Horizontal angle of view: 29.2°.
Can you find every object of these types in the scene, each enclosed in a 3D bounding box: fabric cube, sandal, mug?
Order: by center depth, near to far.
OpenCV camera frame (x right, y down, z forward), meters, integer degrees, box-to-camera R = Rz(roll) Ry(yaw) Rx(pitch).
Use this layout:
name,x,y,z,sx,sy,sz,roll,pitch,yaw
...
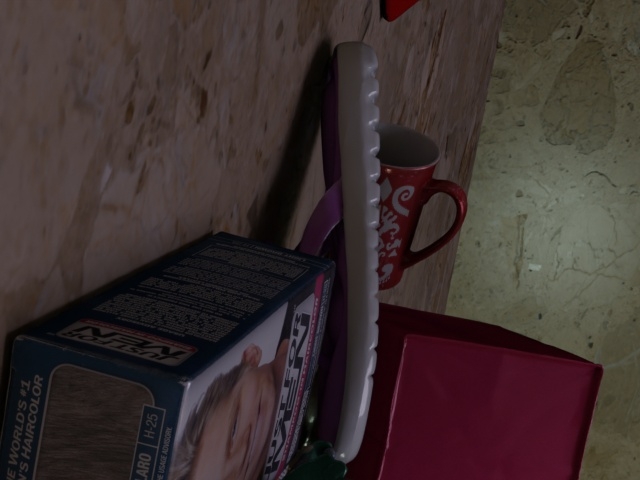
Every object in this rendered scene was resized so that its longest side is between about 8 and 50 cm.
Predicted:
name,x,y,z,sx,sy,sz,roll,pitch,yaw
sandal,-0.001,0.007,1.149,0.169,0.102,0.416,98,-5,-63
mug,0.075,-0.027,1.397,0.113,0.150,0.169,-12,128,-35
fabric cube,0.137,0.225,1.448,0.258,0.254,0.259,-160,-98,-70

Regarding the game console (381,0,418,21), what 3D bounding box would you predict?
name,x,y,z,sx,sy,sz,roll,pitch,yaw
game console,0.092,-0.345,1.408,0.124,0.085,0.144,-40,157,-14

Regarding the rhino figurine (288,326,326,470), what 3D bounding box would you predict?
name,x,y,z,sx,sy,sz,roll,pitch,yaw
rhino figurine,0.003,0.130,1.371,0.106,0.073,0.243,-129,-130,-85

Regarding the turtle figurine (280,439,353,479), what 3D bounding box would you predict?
name,x,y,z,sx,sy,sz,roll,pitch,yaw
turtle figurine,0.008,0.243,0.933,0.118,0.175,0.234,-34,163,-10

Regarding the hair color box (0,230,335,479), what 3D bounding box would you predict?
name,x,y,z,sx,sy,sz,roll,pitch,yaw
hair color box,-0.090,0.113,0.816,0.347,0.105,0.174,-35,138,-73

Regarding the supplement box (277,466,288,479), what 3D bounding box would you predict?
name,x,y,z,sx,sy,sz,roll,pitch,yaw
supplement box,-0.082,0.233,1.068,0.080,0.078,0.233,61,43,-74
